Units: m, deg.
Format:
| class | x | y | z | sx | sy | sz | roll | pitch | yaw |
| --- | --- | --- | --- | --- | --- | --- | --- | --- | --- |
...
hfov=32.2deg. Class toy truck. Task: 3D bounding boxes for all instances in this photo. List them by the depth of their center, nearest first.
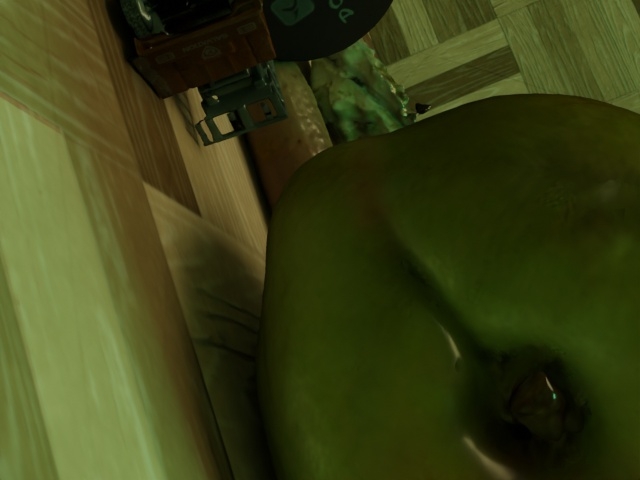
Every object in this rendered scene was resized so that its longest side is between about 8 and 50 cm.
| class | x | y | z | sx | sy | sz | roll | pitch | yaw |
| --- | --- | --- | --- | --- | --- | --- | --- | --- | --- |
| toy truck | -0.075 | -0.162 | 0.666 | 0.115 | 0.080 | 0.178 | 62 | 11 | -60 |

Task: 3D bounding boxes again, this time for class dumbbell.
| class | x | y | z | sx | sy | sz | roll | pitch | yaw |
| --- | --- | --- | --- | --- | --- | --- | --- | --- | --- |
| dumbbell | -0.037 | -0.246 | 0.827 | 0.140 | 0.124 | 0.225 | 40 | 18 | -45 |

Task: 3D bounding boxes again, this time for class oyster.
| class | x | y | z | sx | sy | sz | roll | pitch | yaw |
| --- | --- | --- | --- | --- | --- | --- | --- | --- | --- |
| oyster | 0.040 | -0.145 | 1.280 | 0.201 | 0.107 | 0.354 | 87 | -20 | -46 |

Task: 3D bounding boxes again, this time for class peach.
| class | x | y | z | sx | sy | sz | roll | pitch | yaw |
| --- | --- | --- | --- | --- | --- | --- | --- | --- | --- |
| peach | 0.124 | 0.067 | 0.576 | 0.315 | 0.281 | 0.314 | 16 | 50 | -62 |

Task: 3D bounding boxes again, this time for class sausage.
| class | x | y | z | sx | sy | sz | roll | pitch | yaw |
| --- | --- | --- | --- | --- | --- | --- | --- | --- | --- |
| sausage | 0.000 | 0.001 | 0.779 | 0.066 | 0.066 | 0.301 | 46 | 26 | -66 |
